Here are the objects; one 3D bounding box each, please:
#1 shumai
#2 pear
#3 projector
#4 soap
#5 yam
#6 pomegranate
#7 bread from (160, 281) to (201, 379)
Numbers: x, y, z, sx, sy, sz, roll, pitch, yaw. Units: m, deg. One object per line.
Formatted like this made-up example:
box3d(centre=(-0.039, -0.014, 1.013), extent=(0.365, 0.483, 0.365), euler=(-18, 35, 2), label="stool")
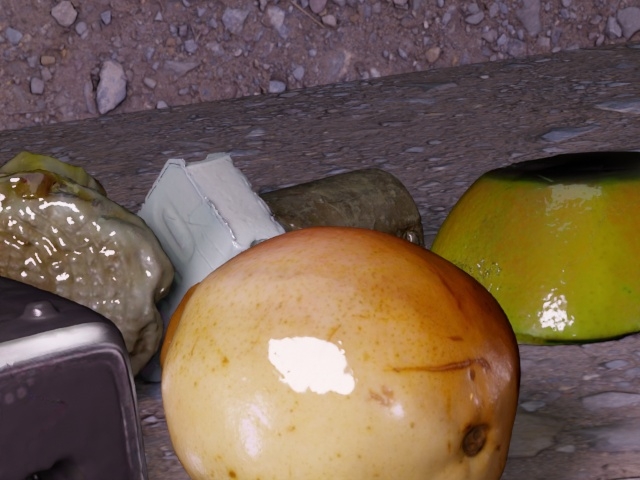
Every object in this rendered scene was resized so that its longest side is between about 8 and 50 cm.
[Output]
box3d(centre=(-0.320, 0.041, 1.979), extent=(0.309, 0.304, 0.263), euler=(26, 16, -9), label="shumai")
box3d(centre=(0.305, -0.012, 2.203), extent=(0.399, 0.165, 0.399), euler=(-5, 14, 1), label="pear")
box3d(centre=(-0.407, 0.176, 1.592), extent=(0.395, 0.242, 0.405), euler=(-16, 16, -31), label="projector")
box3d(centre=(-0.151, 0.029, 2.030), extent=(0.094, 0.261, 0.150), euler=(-17, 61, -44), label="soap")
box3d(centre=(0.000, 0.000, 2.301), extent=(0.268, 0.161, 0.161), euler=(-15, 17, -40), label="yam")
box3d(centre=(0.010, 0.128, 1.538), extent=(0.319, 0.319, 0.319), euler=(-5, 14, 1), label="pomegranate")
box3d(centre=(-0.046, 0.126, 1.843), extent=(0.119, 0.152, 0.288), euler=(8, 4, -36), label="bread")
